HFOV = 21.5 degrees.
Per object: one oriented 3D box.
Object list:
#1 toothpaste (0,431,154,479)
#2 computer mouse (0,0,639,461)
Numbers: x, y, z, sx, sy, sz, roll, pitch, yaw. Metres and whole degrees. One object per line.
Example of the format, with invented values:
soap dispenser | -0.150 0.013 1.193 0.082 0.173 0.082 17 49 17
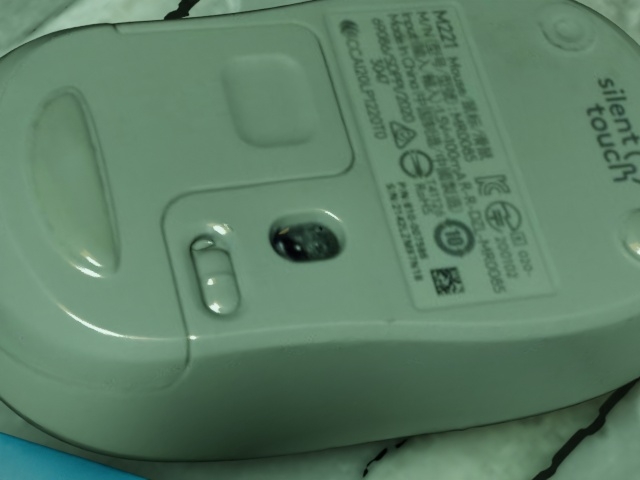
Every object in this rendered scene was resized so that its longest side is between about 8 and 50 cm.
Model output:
toothpaste | -0.128 0.100 0.632 0.267 0.065 0.050 17 67 4
computer mouse | 0.000 0.000 0.643 0.297 0.121 0.184 -9 59 -21
